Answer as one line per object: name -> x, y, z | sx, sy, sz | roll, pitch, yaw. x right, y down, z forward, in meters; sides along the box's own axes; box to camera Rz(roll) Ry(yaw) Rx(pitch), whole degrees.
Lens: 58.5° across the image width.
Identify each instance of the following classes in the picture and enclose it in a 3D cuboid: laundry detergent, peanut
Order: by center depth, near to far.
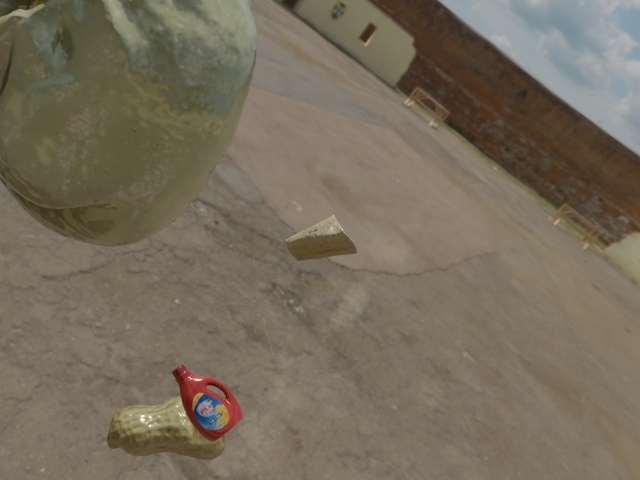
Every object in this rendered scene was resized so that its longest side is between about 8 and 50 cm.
laundry detergent -> -0.237, 0.319, 1.161 | 0.097, 0.049, 0.165 | -37, 91, -28
peanut -> -0.382, 0.474, 1.455 | 0.291, 0.143, 0.159 | 5, 40, -3

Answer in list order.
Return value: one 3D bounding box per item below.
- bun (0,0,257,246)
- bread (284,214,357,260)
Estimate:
bun -> -0.233, -0.176, 0.552 | 0.219, 0.365, 0.365 | 11, 32, -54
bread -> -0.001, 0.014, 1.403 | 0.077, 0.152, 0.105 | 58, 3, -35
